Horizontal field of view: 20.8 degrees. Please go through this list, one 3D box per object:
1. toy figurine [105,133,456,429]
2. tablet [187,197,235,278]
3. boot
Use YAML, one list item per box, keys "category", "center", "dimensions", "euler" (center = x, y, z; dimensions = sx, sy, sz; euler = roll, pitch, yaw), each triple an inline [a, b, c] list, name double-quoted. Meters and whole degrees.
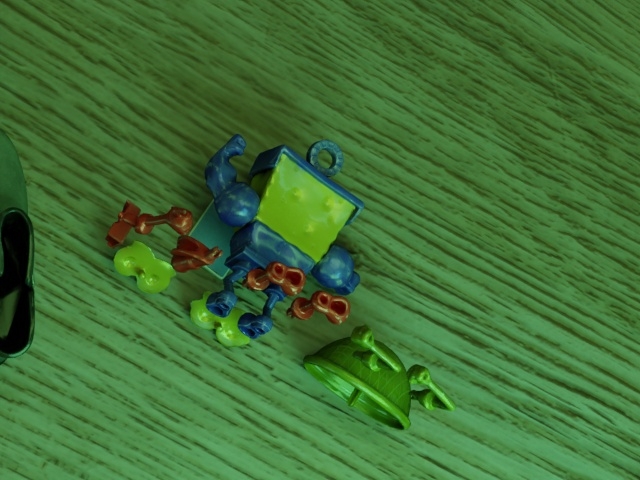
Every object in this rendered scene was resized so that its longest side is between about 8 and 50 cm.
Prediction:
- category: "toy figurine"
  center: [0.000, 0.000, 1.689]
  dimensions: [0.362, 0.191, 0.217]
  euler: [34, 62, -16]
- category: "tablet"
  center: [-0.099, -0.008, 1.748]
  dimensions: [0.054, 0.006, 0.083]
  euler: [38, 65, -11]
- category: "boot"
  center: [-0.288, -0.006, 1.581]
  dimensions: [0.083, 0.161, 0.247]
  euler: [1, 77, -23]
